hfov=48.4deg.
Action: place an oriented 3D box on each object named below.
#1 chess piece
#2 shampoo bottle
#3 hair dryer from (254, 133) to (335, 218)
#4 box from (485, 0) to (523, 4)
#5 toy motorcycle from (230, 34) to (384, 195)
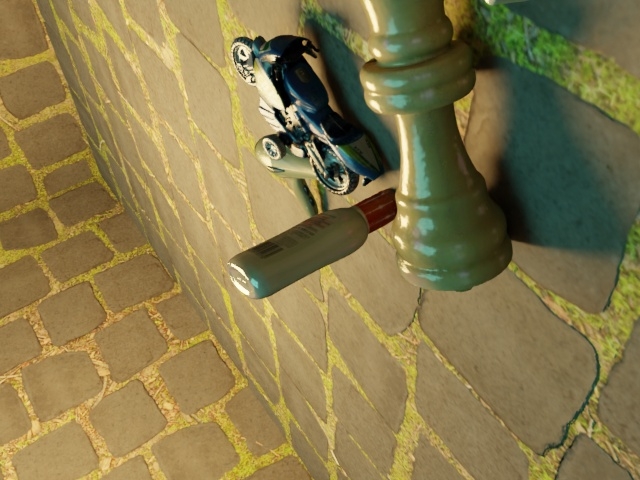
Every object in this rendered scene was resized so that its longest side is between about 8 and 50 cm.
[{"bbox_3d":[0.085,-0.150,0.629,0.117,0.117,0.397,28,139,56],"label":"chess piece"},{"bbox_3d":[0.000,0.000,0.852,0.108,0.221,0.051,14,127,64],"label":"shampoo bottle"},{"bbox_3d":[-0.006,-0.068,1.039,0.167,0.067,0.199,14,140,56],"label":"hair dryer"},{"bbox_3d":[0.092,-0.299,0.455,0.269,0.079,0.135,58,160,10],"label":"box"},{"bbox_3d":[-0.020,-0.166,0.884,0.254,0.092,0.135,52,150,1],"label":"toy motorcycle"}]
